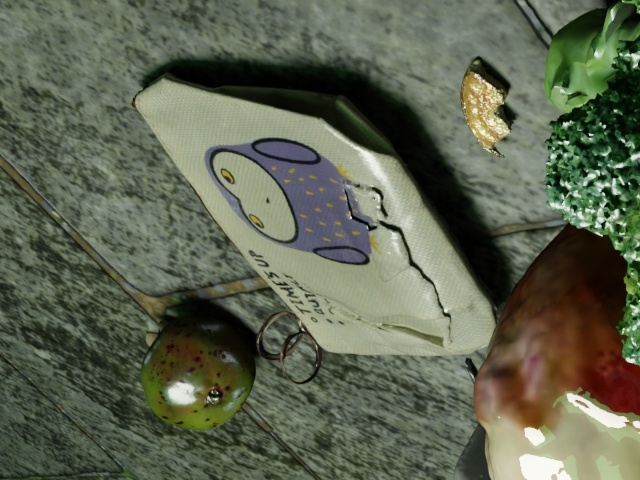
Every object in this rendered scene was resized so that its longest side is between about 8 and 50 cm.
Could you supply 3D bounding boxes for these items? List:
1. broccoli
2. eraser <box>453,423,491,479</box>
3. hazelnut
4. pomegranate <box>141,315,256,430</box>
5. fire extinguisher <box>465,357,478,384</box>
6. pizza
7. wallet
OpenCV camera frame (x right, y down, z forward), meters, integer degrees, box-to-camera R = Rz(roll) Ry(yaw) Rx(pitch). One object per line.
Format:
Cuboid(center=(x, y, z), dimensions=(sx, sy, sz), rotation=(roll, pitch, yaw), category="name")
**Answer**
Cuboid(center=(0.215, -0.074, 0.811), dimensions=(0.269, 0.254, 0.269), rotation=(52, 154, 39), category="broccoli")
Cuboid(center=(0.275, 0.280, 1.337), dimensions=(0.352, 0.089, 0.061), rotation=(31, 151, 3), category="eraser")
Cuboid(center=(0.223, 0.079, 1.019), dimensions=(0.241, 0.261, 0.261), rotation=(51, 162, 36), category="hazelnut")
Cuboid(center=(-0.127, 0.120, 1.465), dimensions=(0.114, 0.114, 0.142), rotation=(57, 169, -34), category="pomegranate")
Cuboid(center=(0.199, 0.132, 1.239), dimensions=(0.177, 0.050, 0.062), rotation=(6, 112, 35), category="fire extinguisher")
Cuboid(center=(0.116, -0.091, 1.037), dimensions=(0.037, 0.016, 0.083), rotation=(12, 139, 32), category="pizza")
Cuboid(center=(0.001, -0.002, 1.209), dimensions=(0.274, 0.068, 0.335), rotation=(0, 135, 44), category="wallet")
